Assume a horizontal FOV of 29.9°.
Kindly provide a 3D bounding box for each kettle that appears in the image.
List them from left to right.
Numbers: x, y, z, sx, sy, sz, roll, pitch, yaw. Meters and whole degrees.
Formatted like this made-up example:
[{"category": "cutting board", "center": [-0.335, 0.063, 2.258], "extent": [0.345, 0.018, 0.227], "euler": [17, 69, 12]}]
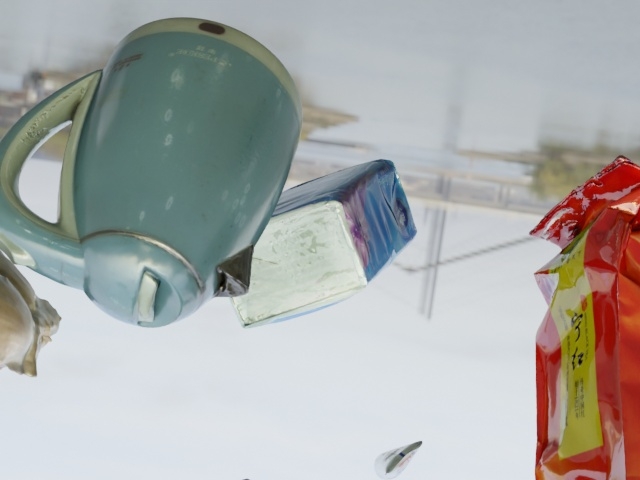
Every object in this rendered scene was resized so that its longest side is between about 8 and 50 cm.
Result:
[{"category": "kettle", "center": [-0.206, -0.061, 1.345], "extent": [0.320, 0.247, 0.342], "euler": [14, -132, 1]}]

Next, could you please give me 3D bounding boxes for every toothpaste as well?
[{"category": "toothpaste", "center": [0.082, 0.248, 1.339], "extent": [0.033, 0.052, 0.218], "euler": [49, 170, 9]}]

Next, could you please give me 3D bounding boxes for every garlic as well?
[{"category": "garlic", "center": [-0.483, 0.100, 1.416], "extent": [0.313, 0.249, 0.286], "euler": [-2, -142, -2]}]

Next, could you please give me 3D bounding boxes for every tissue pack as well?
[{"category": "tissue pack", "center": [0.000, 0.000, 1.631], "extent": [0.198, 0.146, 0.263], "euler": [-18, -170, 22]}]

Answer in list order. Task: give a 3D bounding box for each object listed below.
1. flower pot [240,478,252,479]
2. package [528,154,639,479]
[{"category": "flower pot", "center": [-0.081, 0.417, 1.235], "extent": [0.299, 0.299, 0.283], "euler": [11, -135, 39]}, {"category": "package", "center": [0.311, 0.140, 1.256], "extent": [0.123, 0.423, 0.196], "euler": [12, 152, -19]}]
